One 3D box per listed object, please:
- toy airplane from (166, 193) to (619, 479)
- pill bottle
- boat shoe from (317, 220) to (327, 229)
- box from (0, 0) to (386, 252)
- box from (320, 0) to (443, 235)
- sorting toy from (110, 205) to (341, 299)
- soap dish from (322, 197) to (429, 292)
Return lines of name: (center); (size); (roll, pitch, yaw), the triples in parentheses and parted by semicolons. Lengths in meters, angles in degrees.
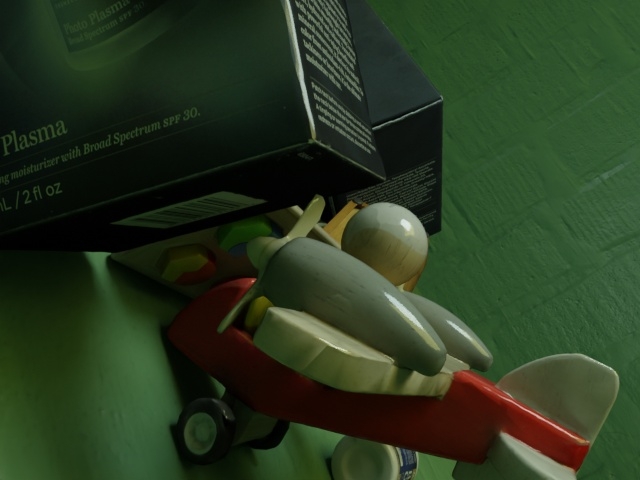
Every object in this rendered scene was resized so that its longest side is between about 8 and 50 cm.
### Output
toy airplane: (0.071, 0.096, 0.535); (0.384, 0.272, 0.386); (12, -11, -20)
pill bottle: (0.089, 0.323, 0.825); (0.169, 0.094, 0.094); (32, 28, -61)
boat shoe: (0.000, 0.000, 1.347); (0.190, 0.068, 0.072); (9, 62, -74)
box: (-0.135, -0.161, 0.453); (0.183, 0.296, 0.294); (7, 70, -70)
box: (0.079, -0.274, 1.446); (0.471, 0.297, 0.480); (72, -5, -55)
sorting toy: (-0.091, 0.024, 0.631); (0.193, 0.208, 0.038); (41, 33, -52)
soap dish: (0.092, 0.034, 1.143); (0.229, 0.118, 0.291); (28, 30, 10)
